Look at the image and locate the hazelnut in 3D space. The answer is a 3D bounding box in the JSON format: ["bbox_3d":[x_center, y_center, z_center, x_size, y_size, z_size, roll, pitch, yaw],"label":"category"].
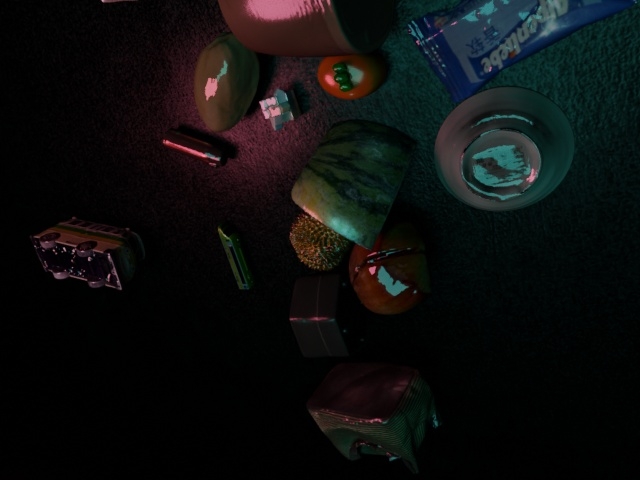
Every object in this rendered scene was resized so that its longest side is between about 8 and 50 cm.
[{"bbox_3d":[0.153,0.064,0.983,0.181,0.181,0.211,-12,72,5],"label":"hazelnut"}]

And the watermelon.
[{"bbox_3d":[0.078,-0.125,0.947,0.213,0.201,0.261,28,81,8],"label":"watermelon"}]

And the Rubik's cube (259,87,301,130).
[{"bbox_3d":[-0.094,-0.290,0.942,0.084,0.073,0.075,-27,105,31],"label":"Rubik's cube"}]

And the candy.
[{"bbox_3d":[0.326,-0.382,0.705,0.331,0.077,0.187,-24,114,41],"label":"candy"}]

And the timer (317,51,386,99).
[{"bbox_3d":[0.057,-0.323,0.832,0.136,0.136,0.099,1,125,22],"label":"timer"}]

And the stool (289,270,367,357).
[{"bbox_3d":[0.029,0.184,1.092,0.141,0.232,0.232,-10,115,25],"label":"stool"}]

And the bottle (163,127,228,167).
[{"bbox_3d":[-0.313,-0.232,1.078,0.164,0.060,0.060,21,125,10],"label":"bottle"}]

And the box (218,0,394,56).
[{"bbox_3d":[-0.025,-0.440,0.695,0.216,0.301,0.300,3,120,27],"label":"box"}]

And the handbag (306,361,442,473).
[{"bbox_3d":[0.160,0.489,1.196,0.341,0.247,0.240,-13,111,41],"label":"handbag"}]

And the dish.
[{"bbox_3d":[0.350,-0.157,0.829,0.261,0.085,0.260,11,123,17],"label":"dish"}]

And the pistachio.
[{"bbox_3d":[-0.208,-0.344,0.932,0.136,0.135,0.225,29,132,4],"label":"pistachio"}]

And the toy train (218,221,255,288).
[{"bbox_3d":[-0.237,0.042,1.219,0.042,0.044,0.209,-2,118,24],"label":"toy train"}]

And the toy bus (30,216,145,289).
[{"bbox_3d":[-0.706,0.033,1.327,0.306,0.179,0.143,10,123,18],"label":"toy bus"}]

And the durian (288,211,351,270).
[{"bbox_3d":[0.000,0.000,1.040,0.168,0.137,0.158,22,124,22],"label":"durian"}]
